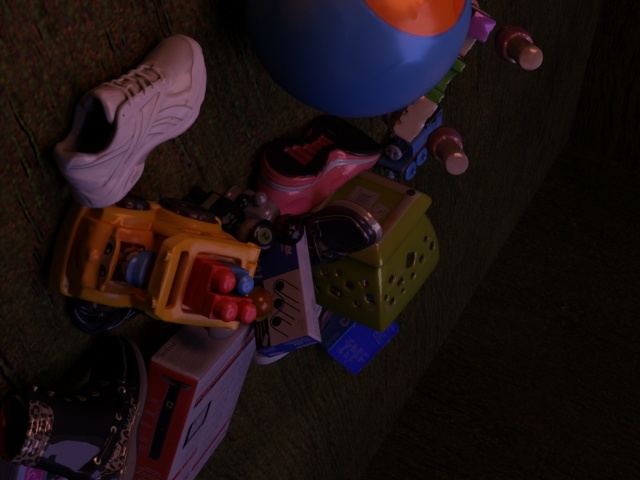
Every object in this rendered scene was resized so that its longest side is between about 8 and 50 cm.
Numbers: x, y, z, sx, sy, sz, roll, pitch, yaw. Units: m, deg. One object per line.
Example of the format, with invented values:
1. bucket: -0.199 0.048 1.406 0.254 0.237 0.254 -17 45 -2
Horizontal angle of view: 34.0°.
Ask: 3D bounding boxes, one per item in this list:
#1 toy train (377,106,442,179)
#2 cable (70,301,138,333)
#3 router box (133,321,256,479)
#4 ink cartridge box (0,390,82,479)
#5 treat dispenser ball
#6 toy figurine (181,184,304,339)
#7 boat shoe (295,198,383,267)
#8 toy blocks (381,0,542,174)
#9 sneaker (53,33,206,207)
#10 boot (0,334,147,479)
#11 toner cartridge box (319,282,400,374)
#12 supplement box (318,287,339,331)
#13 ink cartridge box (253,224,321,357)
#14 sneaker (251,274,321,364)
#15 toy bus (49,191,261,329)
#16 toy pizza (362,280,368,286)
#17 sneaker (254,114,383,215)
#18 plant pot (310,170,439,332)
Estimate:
1. toy train: 0.189 -0.208 2.202 0.184 0.080 0.105 -48 148 -32
2. cable: -0.267 0.060 1.381 0.150 0.047 0.184 -50 159 -33
3. router box: -0.205 0.257 1.675 0.335 0.082 0.301 -49 160 -66
4. ink cartridge box: -0.352 0.306 1.485 0.311 0.065 0.185 -33 147 -59
5. treat dispenser ball: 0.046 -0.300 1.332 0.288 0.288 0.288 -52 159 -29
6. toy figurine: -0.127 0.029 1.554 0.213 0.148 0.209 -67 161 12
7. boat shoe: 0.000 0.000 1.762 0.092 0.103 0.285 -46 -160 -25
8. toy blocks: 0.183 -0.329 1.866 0.288 0.309 0.260 -56 -163 17
9. sneaker: -0.211 -0.149 1.174 0.232 0.090 0.115 -58 158 -16
10. boot: -0.318 0.207 1.359 0.179 0.085 0.236 33 43 -42
11. toner cartridge box: 0.083 0.208 2.444 0.165 0.075 0.348 -46 160 -4
12. supplement box: 0.003 0.144 2.243 0.083 0.043 0.055 -54 160 -27
13. ink cartridge box: -0.063 0.075 1.680 0.046 0.097 0.207 36 41 -55
14. sneaker: -0.057 0.166 2.030 0.258 0.094 0.091 -46 152 -42
15. toy bus: -0.179 0.039 1.249 0.220 0.211 0.149 11 100 -43
16. toy pizza: 0.127 0.128 2.576 0.201 0.032 0.201 -52 159 -29
17. sneaker: -0.015 -0.116 1.762 0.314 0.116 0.136 -25 150 -51
18. plant pot: 0.079 -0.001 1.971 0.228 0.227 0.207 -50 151 -33
